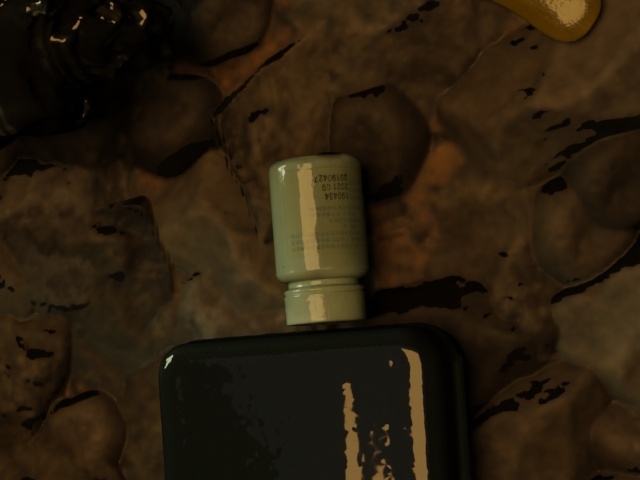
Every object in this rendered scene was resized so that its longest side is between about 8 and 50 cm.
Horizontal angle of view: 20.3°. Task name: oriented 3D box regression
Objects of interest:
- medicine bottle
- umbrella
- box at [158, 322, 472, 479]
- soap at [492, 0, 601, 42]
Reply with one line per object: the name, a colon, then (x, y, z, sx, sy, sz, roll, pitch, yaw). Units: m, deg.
medicine bottle: (0.000, 0.000, 0.890, 0.047, 0.047, 0.083, -7, 86, 24)
umbrella: (-0.222, -0.092, 0.966, 0.337, 0.154, 0.128, -27, 37, 38)
box: (0.001, 0.159, 0.880, 0.160, 0.050, 0.230, -6, 86, 24)
soap: (0.096, -0.126, 0.871, 0.089, 0.012, 0.034, 32, 101, 23)
